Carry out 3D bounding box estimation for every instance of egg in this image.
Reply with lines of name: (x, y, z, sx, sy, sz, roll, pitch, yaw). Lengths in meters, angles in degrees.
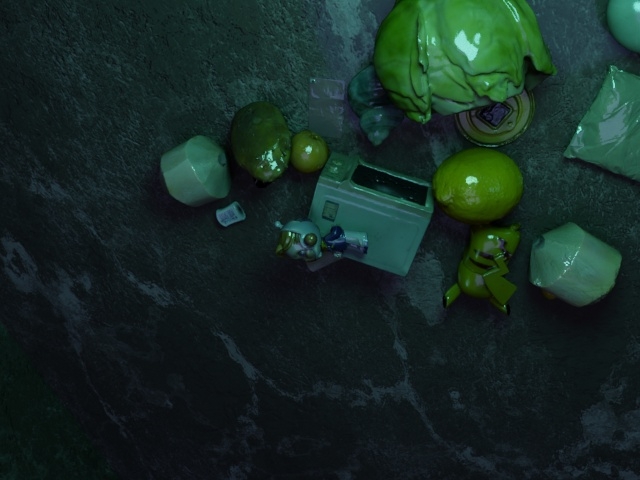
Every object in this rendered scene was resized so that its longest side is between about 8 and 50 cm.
egg: (0.793, -0.551, 1.451, 0.149, 0.149, 0.192, -34, 110, 29)

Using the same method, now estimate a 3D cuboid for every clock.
clock: (0.498, -0.372, 1.692, 0.237, 0.057, 0.237, 6, 121, 11)

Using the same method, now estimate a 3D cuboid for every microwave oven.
microwave oven: (0.154, -0.089, 1.855, 0.355, 0.218, 0.286, 18, 125, 3)

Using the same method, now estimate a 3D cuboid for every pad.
pad: (0.017, -0.408, 1.822, 0.113, 0.006, 0.187, 8, 122, 9)

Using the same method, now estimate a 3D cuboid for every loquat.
loquat: (-0.040, -0.277, 1.837, 0.141, 0.141, 0.141, 6, 122, 10)

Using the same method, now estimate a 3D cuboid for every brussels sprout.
brussels sprout: (0.344, -0.500, 1.457, 0.342, 0.425, 0.361, 2, 110, 62)

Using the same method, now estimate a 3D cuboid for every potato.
potato: (-0.181, -0.303, 1.792, 0.192, 0.296, 0.141, -30, 150, 12)

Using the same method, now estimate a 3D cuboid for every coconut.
coconut: (0.753, 0.065, 1.789, 0.244, 0.239, 0.239, 29, 123, -4)
coconut: (-0.395, -0.226, 1.917, 0.241, 0.241, 0.241, 6, 122, 10)

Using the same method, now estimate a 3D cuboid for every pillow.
pillow: (0.864, -0.308, 1.625, 0.281, 0.076, 0.274, 20, 121, 1)

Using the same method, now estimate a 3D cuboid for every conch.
conch: (0.183, -0.408, 1.692, 0.220, 0.195, 0.277, 15, 92, -6)

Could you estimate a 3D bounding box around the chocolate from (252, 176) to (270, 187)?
chocolate: (-0.165, -0.239, 1.903, 0.080, 0.148, 0.125, -22, 151, 24)

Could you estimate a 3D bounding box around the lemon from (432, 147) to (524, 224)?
lemon: (0.460, -0.160, 1.721, 0.263, 0.236, 0.236, 12, 135, -43)

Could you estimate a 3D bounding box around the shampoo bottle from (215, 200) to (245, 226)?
shampoo bottle: (-0.323, -0.090, 2.079, 0.099, 0.043, 0.072, -21, 113, 25)

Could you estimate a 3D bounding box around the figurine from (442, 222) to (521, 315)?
figurine: (0.539, 0.084, 1.890, 0.218, 0.169, 0.326, 16, 122, 10)

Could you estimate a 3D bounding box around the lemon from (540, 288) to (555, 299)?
lemon: (0.760, 0.160, 1.944, 0.062, 0.062, 0.083, -17, 122, 23)

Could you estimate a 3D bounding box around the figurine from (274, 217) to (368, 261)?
figurine: (0.003, -0.003, 1.742, 0.274, 0.133, 0.194, -7, 162, 23)

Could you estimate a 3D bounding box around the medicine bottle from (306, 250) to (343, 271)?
medicine bottle: (0.057, 0.041, 2.052, 0.231, 0.059, 0.059, -26, 111, 26)
